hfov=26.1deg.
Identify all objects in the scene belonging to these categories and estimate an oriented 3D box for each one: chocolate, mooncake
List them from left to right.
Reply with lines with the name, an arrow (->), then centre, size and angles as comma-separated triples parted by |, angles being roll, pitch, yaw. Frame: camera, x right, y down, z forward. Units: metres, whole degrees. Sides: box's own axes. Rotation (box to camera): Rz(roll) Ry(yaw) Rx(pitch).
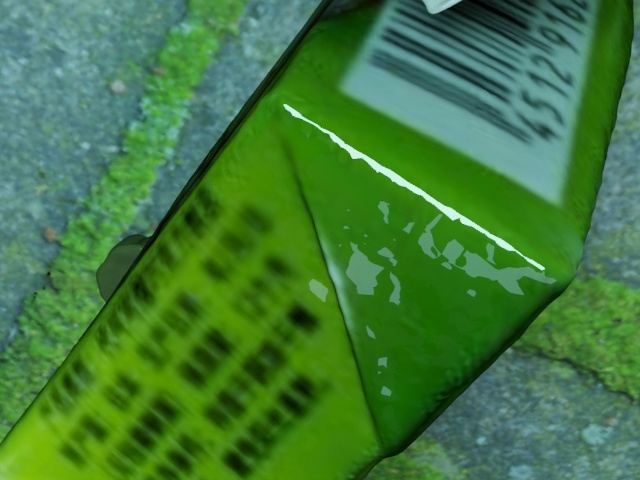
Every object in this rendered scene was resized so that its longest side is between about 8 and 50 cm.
mooncake -> -0.004, 0.120, 0.888 | 0.150, 0.057, 0.347 | -9, 130, 28
chocolate -> 0.000, 0.000, 0.650 | 0.137, 0.301, 0.289 | 37, 123, -5

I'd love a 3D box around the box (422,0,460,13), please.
box -> 0.012, -0.241, 0.510 | 0.106, 0.203, 0.252 | -29, 120, 26
